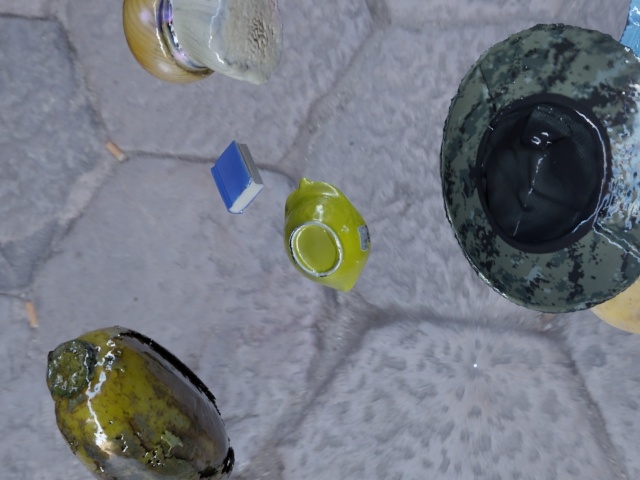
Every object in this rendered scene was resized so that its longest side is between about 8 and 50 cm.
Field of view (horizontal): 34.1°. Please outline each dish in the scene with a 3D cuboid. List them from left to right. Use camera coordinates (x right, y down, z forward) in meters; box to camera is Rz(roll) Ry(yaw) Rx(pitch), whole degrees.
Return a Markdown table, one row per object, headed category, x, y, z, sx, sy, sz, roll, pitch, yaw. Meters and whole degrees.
| category | x | y | z | sx | sy | sz | roll | pitch | yaw |
| --- | --- | --- | --- | --- | --- | --- | --- | --- | --- |
| dish | 0.000 | 0.000 | 1.725 | 0.149 | 0.080 | 0.207 | -21 | 100 | 20 |

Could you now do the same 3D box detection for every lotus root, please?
| category | x | y | z | sx | sy | sz | roll | pitch | yaw |
| --- | --- | --- | --- | --- | --- | --- | --- | --- | --- |
| lotus root | -0.239 | 0.257 | 1.425 | 0.179 | 0.397 | 0.195 | -17 | 54 | 14 |

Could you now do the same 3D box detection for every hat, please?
| category | x | y | z | sx | sy | sz | roll | pitch | yaw |
| --- | --- | --- | --- | --- | --- | --- | --- | --- | --- |
| hat | 0.196 | -0.058 | 0.968 | 0.266 | 0.128 | 0.265 | 3 | 81 | -20 |

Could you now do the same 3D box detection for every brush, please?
| category | x | y | z | sx | sy | sz | roll | pitch | yaw |
| --- | --- | --- | --- | --- | --- | --- | --- | --- | --- |
| brush | -0.144 | -0.338 | 1.391 | 0.166 | 0.174 | 0.266 | 2 | 77 | 33 |

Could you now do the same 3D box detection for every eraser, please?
| category | x | y | z | sx | sy | sz | roll | pitch | yaw |
| --- | --- | --- | --- | --- | --- | --- | --- | --- | --- |
| eraser | -0.115 | -0.086 | 1.432 | 0.063 | 0.027 | 0.084 | -47 | 49 | 27 |

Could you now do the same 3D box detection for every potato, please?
| category | x | y | z | sx | sy | sz | roll | pitch | yaw |
| --- | --- | --- | --- | --- | --- | --- | --- | --- | --- |
| potato | 0.390 | 0.056 | 1.190 | 0.178 | 0.118 | 0.109 | 7 | 43 | -4 |

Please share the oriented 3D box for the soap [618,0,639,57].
| category | x | y | z | sx | sy | sz | roll | pitch | yaw |
| --- | --- | --- | --- | --- | --- | --- | --- | --- | --- |
| soap | 0.460 | -0.319 | 1.324 | 0.077 | 0.156 | 0.293 | 26 | 48 | 20 |
